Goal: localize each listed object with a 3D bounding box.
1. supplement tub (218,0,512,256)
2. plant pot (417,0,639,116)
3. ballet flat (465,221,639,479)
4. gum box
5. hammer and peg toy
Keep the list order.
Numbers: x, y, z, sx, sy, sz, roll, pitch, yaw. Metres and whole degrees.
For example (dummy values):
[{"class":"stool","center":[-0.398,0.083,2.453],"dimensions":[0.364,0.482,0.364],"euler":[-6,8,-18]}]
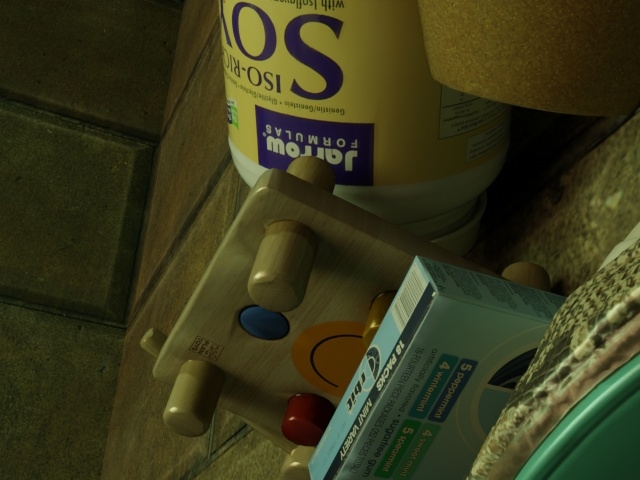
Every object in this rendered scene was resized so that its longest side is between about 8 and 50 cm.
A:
[{"class":"supplement tub","center":[0.039,-0.160,0.691],"dimensions":[0.241,0.240,0.332],"euler":[-110,16,-59]},{"class":"plant pot","center":[0.139,-0.202,0.447],"dimensions":[0.237,0.237,0.255],"euler":[-122,36,-64]},{"class":"ballet flat","center":[0.227,-0.010,0.343],"dimensions":[0.483,0.164,0.182],"euler":[-52,14,33]},{"class":"gum box","center":[0.107,0.102,0.505],"dimensions":[0.041,0.184,0.157],"euler":[-109,39,-58]},{"class":"hammer and peg toy","center":[-0.005,0.115,0.685],"dimensions":[0.361,0.265,0.127],"euler":[-54,15,43]}]
